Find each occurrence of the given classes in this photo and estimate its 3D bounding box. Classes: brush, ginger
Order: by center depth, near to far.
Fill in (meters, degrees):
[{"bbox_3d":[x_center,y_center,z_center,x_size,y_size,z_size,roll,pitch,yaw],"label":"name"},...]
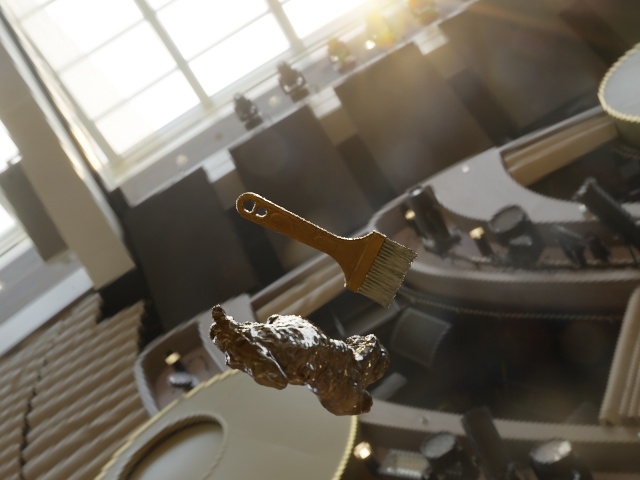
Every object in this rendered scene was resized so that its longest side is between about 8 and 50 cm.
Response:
[{"bbox_3d":[-0.009,0.132,0.990,0.122,0.290,0.084,35,-82,34],"label":"ginger"},{"bbox_3d":[0.000,0.000,1.337,0.013,0.272,0.103,-65,-179,-65],"label":"brush"}]
